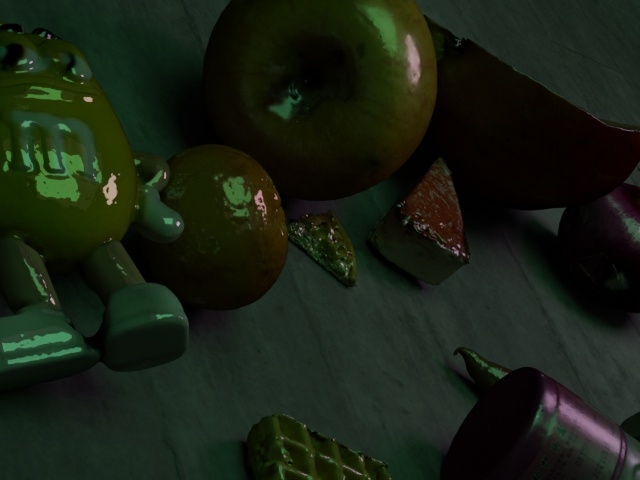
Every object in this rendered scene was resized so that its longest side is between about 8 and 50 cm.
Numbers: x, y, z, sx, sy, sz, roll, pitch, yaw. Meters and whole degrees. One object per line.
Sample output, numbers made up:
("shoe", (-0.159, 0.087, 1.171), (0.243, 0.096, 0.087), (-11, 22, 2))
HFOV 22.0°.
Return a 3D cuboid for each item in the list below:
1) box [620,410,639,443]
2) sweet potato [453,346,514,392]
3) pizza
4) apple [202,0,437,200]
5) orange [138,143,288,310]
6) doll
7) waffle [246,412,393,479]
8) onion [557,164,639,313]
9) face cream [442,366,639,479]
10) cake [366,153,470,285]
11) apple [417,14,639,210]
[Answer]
("box", (0.588, 0.295, 1.998), (0.367, 0.373, 0.090), (37, 49, -9))
("sweet potato", (0.248, 0.192, 2.032), (0.206, 0.060, 0.068), (34, -8, -14))
("pizza", (0.000, 0.000, 2.001), (0.108, 0.026, 0.123), (16, 39, -37))
("apple", (0.002, -0.197, 2.015), (0.299, 0.299, 0.275), (45, 0, 3))
("orange", (-0.113, -0.013, 1.729), (0.155, 0.178, 0.177), (-2, 33, 6))
("doll", (-0.283, -0.034, 1.558), (0.423, 0.161, 0.348), (45, 42, 12))
("waffle", (0.005, 0.280, 1.598), (0.160, 0.055, 0.211), (29, 32, -26))
("onion", (0.449, 0.018, 2.410), (0.207, 0.200, 0.200), (55, 21, -27))
("face cream", (0.260, 0.261, 1.824), (0.195, 0.175, 0.175), (35, 29, -13))
("cake", (0.116, -0.044, 2.145), (0.116, 0.086, 0.220), (29, 32, -30))
("apple", (0.275, -0.188, 2.325), (0.365, 0.328, 0.295), (23, 57, -35))
